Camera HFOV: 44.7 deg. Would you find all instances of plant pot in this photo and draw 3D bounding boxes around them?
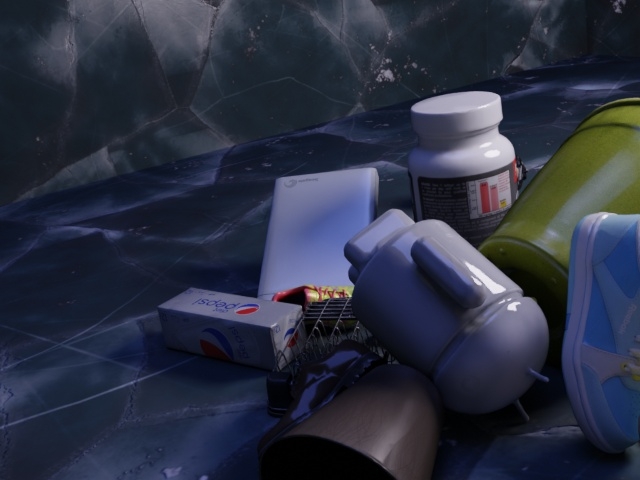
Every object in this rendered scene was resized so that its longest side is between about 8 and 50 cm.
[{"bbox_3d":[0.448,0.010,1.263,0.353,0.367,0.366,-33,29,-26],"label":"plant pot"}]

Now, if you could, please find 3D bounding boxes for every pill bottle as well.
[{"bbox_3d":[0.283,-0.095,1.535,0.210,0.363,0.210,-8,20,3],"label":"pill bottle"}]

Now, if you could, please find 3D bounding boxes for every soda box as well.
[{"bbox_3d":[-0.167,0.161,1.448,0.286,0.091,0.098,5,23,35],"label":"soda box"}]

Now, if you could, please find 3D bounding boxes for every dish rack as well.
[{"bbox_3d":[0.038,0.181,1.291,0.208,0.074,0.271,-1,27,19],"label":"dish rack"}]

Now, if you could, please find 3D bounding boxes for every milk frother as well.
[{"bbox_3d":[0.485,-0.187,2.117,0.134,0.129,0.143,2,-20,27],"label":"milk frother"}]

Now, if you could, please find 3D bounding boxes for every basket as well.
[{"bbox_3d":[0.066,0.263,0.986,0.204,0.154,0.227,19,25,20],"label":"basket"}]

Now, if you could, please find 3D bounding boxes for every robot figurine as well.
[{"bbox_3d":[0.185,0.108,1.136,0.199,0.300,0.353,-39,62,-11],"label":"robot figurine"}]

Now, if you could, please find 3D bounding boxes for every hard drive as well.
[{"bbox_3d":[0.000,0.000,1.627,0.233,0.047,0.353,-5,50,13],"label":"hard drive"}]

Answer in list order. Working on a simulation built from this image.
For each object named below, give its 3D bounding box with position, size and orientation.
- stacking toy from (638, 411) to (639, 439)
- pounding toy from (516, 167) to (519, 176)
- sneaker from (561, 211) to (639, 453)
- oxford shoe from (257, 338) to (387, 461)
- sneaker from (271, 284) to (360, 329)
[{"bbox_3d":[0.597,0.198,0.736,0.350,0.351,0.480,-24,44,-35],"label":"stacking toy"},{"bbox_3d":[0.379,-0.168,2.000,0.269,0.154,0.155,4,24,32],"label":"pounding toy"},{"bbox_3d":[0.421,0.109,0.972,0.127,0.319,0.208,9,-12,-36],"label":"sneaker"},{"bbox_3d":[-0.013,0.232,1.126,0.227,0.083,0.096,-40,53,-20],"label":"oxford shoe"},{"bbox_3d":[0.003,0.118,1.447,0.208,0.082,0.094,-9,-23,10],"label":"sneaker"}]
